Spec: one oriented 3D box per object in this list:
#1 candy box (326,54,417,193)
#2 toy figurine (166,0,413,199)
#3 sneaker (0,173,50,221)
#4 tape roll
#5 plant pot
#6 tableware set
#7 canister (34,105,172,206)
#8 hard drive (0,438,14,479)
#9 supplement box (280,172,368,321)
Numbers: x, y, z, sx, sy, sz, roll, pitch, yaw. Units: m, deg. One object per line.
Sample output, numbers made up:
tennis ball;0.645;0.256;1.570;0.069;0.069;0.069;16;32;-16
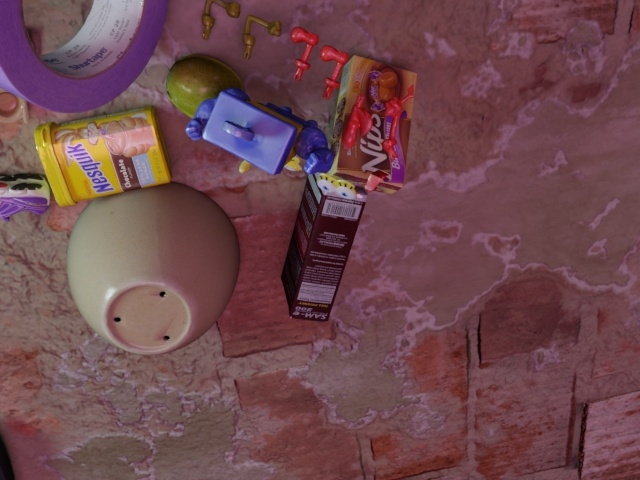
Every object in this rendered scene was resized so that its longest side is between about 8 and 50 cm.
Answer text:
candy box;0.078;-0.173;0.987;0.109;0.053;0.186;12;78;-16
toy figurine;-0.081;-0.178;0.831;0.363;0.217;0.191;30;112;10
sneaker;-0.501;-0.060;0.987;0.170;0.068;0.071;2;123;-13
tape roll;-0.306;-0.297;0.779;0.090;0.275;0.274;27;117;21
plant pot;-0.264;0.070;1.030;0.284;0.191;0.284;-5;119;-9
tableware set;-0.475;-0.225;0.899;0.169;0.020;0.141;-8;124;-33
canister;-0.321;-0.128;0.979;0.170;0.073;0.126;-13;120;-6
hard drive;-0.665;0.456;1.206;0.172;0.054;0.254;-15;127;-26
supplement box;0.000;0.000;1.076;0.073;0.130;0.239;9;117;-16
